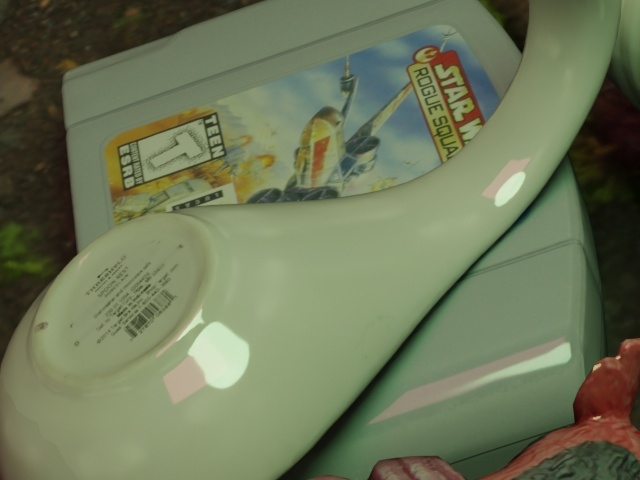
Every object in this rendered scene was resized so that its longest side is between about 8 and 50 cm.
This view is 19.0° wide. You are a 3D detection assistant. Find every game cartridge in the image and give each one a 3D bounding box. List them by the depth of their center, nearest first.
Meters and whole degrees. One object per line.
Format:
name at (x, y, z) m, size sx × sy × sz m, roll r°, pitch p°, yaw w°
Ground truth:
game cartridge at (0.002, -0.009, 0.760) m, size 0.198 × 0.062 × 0.297 m, roll -22°, pitch 39°, yaw 5°

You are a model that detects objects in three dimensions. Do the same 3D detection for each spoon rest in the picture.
spoon rest at (0.000, 0.000, 0.664) m, size 0.276 × 0.084 × 0.137 m, roll -43°, pitch 41°, yaw -5°

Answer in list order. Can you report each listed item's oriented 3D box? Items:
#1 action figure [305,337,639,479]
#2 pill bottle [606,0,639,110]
action figure at (-0.030, 0.155, 0.496) m, size 0.370 × 0.276 × 0.248 m, roll -51°, pitch 44°, yaw -9°
pill bottle at (0.215, -0.033, 0.639) m, size 0.169 × 0.169 × 0.301 m, roll -30°, pitch 46°, yaw -9°
